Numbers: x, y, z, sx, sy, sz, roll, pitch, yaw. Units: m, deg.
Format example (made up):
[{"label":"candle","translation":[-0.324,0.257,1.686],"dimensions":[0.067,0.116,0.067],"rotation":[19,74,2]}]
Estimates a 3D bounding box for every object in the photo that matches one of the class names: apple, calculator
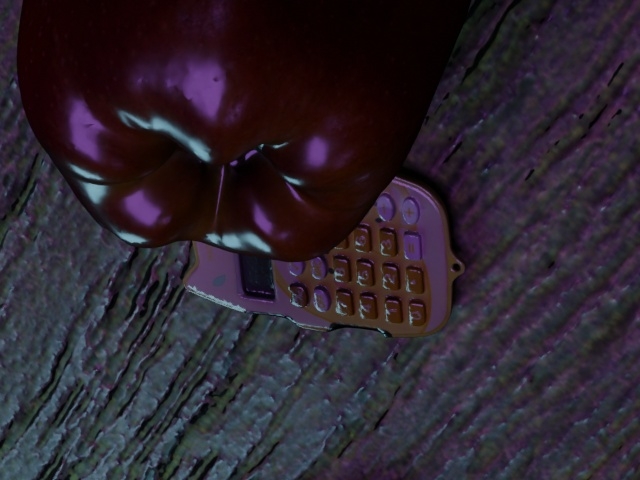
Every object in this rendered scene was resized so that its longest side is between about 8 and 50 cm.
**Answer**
[{"label":"apple","translation":[-0.048,-0.153,1.177],"dimensions":[0.288,0.317,0.288],"rotation":[7,150,4]},{"label":"calculator","translation":[0.000,0.000,1.426],"dimensions":[0.236,0.033,0.157],"rotation":[10,124,22]}]
